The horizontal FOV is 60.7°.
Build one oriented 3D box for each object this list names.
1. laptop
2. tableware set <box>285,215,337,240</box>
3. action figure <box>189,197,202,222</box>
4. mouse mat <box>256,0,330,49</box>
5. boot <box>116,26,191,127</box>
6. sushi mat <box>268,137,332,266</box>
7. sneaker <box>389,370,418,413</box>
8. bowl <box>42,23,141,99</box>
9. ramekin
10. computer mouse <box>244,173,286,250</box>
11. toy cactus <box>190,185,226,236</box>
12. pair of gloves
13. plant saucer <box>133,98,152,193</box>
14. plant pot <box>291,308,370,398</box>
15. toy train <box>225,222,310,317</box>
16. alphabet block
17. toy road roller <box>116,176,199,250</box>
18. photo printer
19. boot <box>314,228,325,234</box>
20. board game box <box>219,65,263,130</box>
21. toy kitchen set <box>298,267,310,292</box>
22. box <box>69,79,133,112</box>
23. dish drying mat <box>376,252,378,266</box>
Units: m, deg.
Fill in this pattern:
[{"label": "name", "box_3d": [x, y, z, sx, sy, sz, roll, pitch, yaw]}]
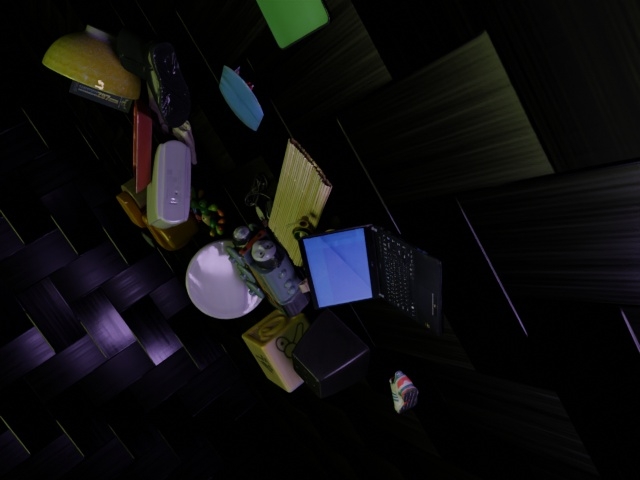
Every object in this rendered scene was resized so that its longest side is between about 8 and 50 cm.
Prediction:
[{"label": "laptop", "box_3d": [0.105, 0.097, 1.124, 0.264, 0.136, 0.234, 33, 150, 36]}, {"label": "tableware set", "box_3d": [0.000, 0.000, 1.247, 0.104, 0.024, 0.154, -25, 125, 34]}, {"label": "action figure", "box_3d": [-0.486, -0.112, 2.128, 0.038, 0.030, 0.115, 32, 151, 33]}, {"label": "mouse mat", "box_3d": [-0.061, -0.413, 0.921, 0.189, 0.007, 0.153, 5, 127, 59]}, {"label": "boot", "box_3d": [-0.467, -0.457, 1.525, 0.207, 0.094, 0.246, 31, 141, 37]}, {"label": "sushi mat", "box_3d": [-0.057, -0.079, 1.276, 0.151, 0.019, 0.316, 53, 148, 22]}, {"label": "sneaker", "box_3d": [0.218, 0.402, 1.460, 0.161, 0.057, 0.075, 86, 158, -53]}, {"label": "bowl", "box_3d": [-0.673, -0.559, 1.665, 0.289, 0.289, 0.156, 35, 107, 38]}, {"label": "ramekin", "box_3d": [-0.319, 0.120, 1.842, 0.273, 0.273, 0.127, 62, 168, -17]}, {"label": "computer mouse", "box_3d": [-0.129, -0.043, 1.490, 0.262, 0.060, 0.184, 55, 156, 0]}, {"label": "toy cactus", "box_3d": [-0.406, -0.089, 1.933, 0.219, 0.112, 0.180, 40, 164, 11]}, {"label": "pair of gloves", "box_3d": [-0.478, -0.368, 1.740, 0.240, 0.042, 0.204, 47, 156, 15]}, {"label": "plant saucer", "box_3d": [-0.573, -0.312, 1.755, 0.259, 0.047, 0.258, -127, 42, -59]}, {"label": "plant pot", "box_3d": [0.019, 0.350, 1.611, 0.188, 0.167, 0.187, 41, 154, 27]}, {"label": "toy train", "box_3d": [-0.146, 0.089, 1.592, 0.190, 0.142, 0.334, 31, 156, 33]}, {"label": "alphabet block", "box_3d": [-0.120, 0.366, 1.872, 0.193, 0.192, 0.197, 5, 126, 59]}, {"label": "toy road roller", "box_3d": [-0.623, -0.108, 2.177, 0.240, 0.202, 0.330, 23, 146, 45]}, {"label": "photo printer", "box_3d": [-0.498, -0.170, 1.775, 0.307, 0.107, 0.256, 175, 97, -66]}, {"label": "boot", "box_3d": [0.002, 0.048, 1.371, 0.086, 0.069, 0.190, 31, 139, 52]}, {"label": "board game box", "box_3d": [-0.167, -0.322, 1.221, 0.133, 0.033, 0.168, 50, 162, -3]}, {"label": "toy kitchen set", "box_3d": [-0.013, 0.115, 1.474, 0.075, 0.068, 0.083, 16, 137, 56]}, {"label": "box", "box_3d": [-0.715, -0.492, 1.797, 0.183, 0.059, 0.233, 18, -166, -24]}, {"label": "dish drying mat", "box_3d": [0.106, 0.019, 1.191, 0.083, 0.008, 0.032, 52, 156, 5]}]
